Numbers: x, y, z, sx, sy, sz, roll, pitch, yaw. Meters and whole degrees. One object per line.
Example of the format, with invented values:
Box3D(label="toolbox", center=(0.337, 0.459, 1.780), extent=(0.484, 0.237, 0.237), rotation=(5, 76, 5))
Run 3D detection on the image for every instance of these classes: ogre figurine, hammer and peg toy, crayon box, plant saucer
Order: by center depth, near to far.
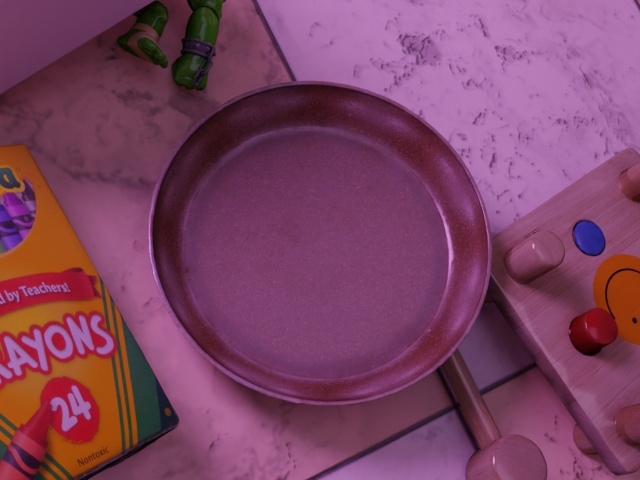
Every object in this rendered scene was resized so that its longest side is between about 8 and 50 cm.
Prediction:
Box3D(label="crayon box", center=(-0.260, 0.043, 0.684), extent=(0.319, 0.081, 0.202), rotation=(58, 28, 7))
Box3D(label="plant saucer", center=(0.000, 0.000, 0.849), extent=(0.310, 0.050, 0.311), rotation=(3, 69, -8))
Box3D(label="ogre figurine", center=(-0.171, -0.242, 0.881), extent=(0.197, 0.097, 0.118), rotation=(30, 79, 8))
Box3D(label="hammer and peg toy", center=(0.260, 0.078, 0.902), extent=(0.361, 0.127, 0.266), rotation=(-30, 83, -28))

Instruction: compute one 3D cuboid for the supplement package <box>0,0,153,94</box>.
Box3D(label="supplement package", center=(-0.259, -0.255, 0.742), extent=(0.293, 0.175, 0.178), rotation=(-35, 78, -8))

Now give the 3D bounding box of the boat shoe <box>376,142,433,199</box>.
Box3D(label="boat shoe", center=(0.097, -0.051, 0.936), extent=(0.042, 0.049, 0.133), rotation=(-32, 82, -23))
